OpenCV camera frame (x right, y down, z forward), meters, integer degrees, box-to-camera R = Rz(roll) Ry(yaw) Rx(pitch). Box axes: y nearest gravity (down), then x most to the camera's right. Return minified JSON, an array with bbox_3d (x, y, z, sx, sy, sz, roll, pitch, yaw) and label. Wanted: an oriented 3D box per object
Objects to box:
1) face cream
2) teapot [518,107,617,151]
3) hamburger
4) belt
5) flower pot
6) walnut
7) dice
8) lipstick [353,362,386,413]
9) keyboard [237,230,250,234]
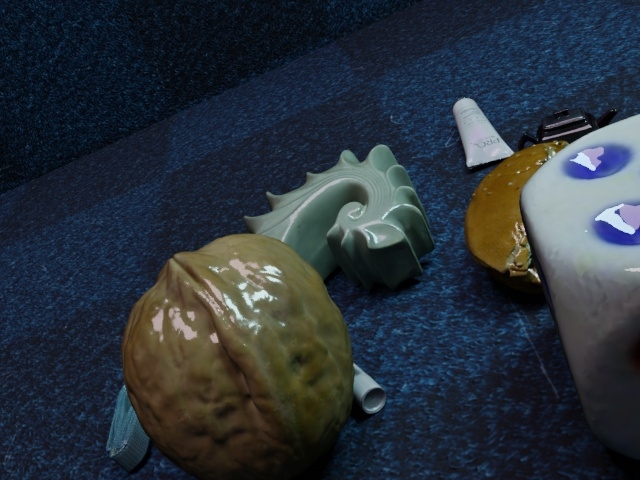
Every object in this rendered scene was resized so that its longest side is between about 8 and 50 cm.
[{"bbox_3d":[0.324,-0.223,1.445,0.092,0.058,0.243,-17,35,8],"label":"face cream"},{"bbox_3d":[0.441,-0.191,1.241,0.177,0.096,0.087,-14,30,22],"label":"teapot"},{"bbox_3d":[0.297,-0.036,1.044,0.156,0.144,0.283,-3,38,38],"label":"hamburger"},{"bbox_3d":[-0.279,0.275,1.083,0.100,0.065,0.179,-29,28,12],"label":"belt"},{"bbox_3d":[0.000,0.000,1.199,0.367,0.164,0.254,-25,43,11],"label":"flower pot"},{"bbox_3d":[-0.102,0.150,0.879,0.277,0.313,0.252,-28,10,11],"label":"walnut"},{"bbox_3d":[0.388,0.034,0.710,0.304,0.277,0.304,-17,31,15],"label":"dice"},{"bbox_3d":[0.041,0.192,0.975,0.040,0.040,0.141,-33,28,-13],"label":"lipstick"},{"bbox_3d":[-0.167,0.033,1.453,0.074,0.015,0.196,-22,27,15],"label":"keyboard"}]
